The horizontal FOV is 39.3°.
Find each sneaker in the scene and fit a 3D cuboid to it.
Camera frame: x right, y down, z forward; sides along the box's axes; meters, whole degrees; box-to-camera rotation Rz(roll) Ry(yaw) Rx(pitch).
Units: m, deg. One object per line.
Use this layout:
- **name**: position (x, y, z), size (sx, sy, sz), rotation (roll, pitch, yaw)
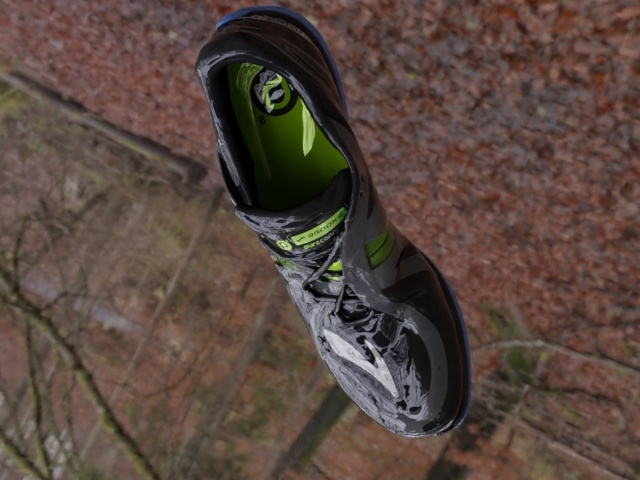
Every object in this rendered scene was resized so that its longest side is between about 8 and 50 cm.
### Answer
- **sneaker**: position (0.000, 0.000, 0.353), size (0.188, 0.067, 0.078), rotation (65, -159, -9)
